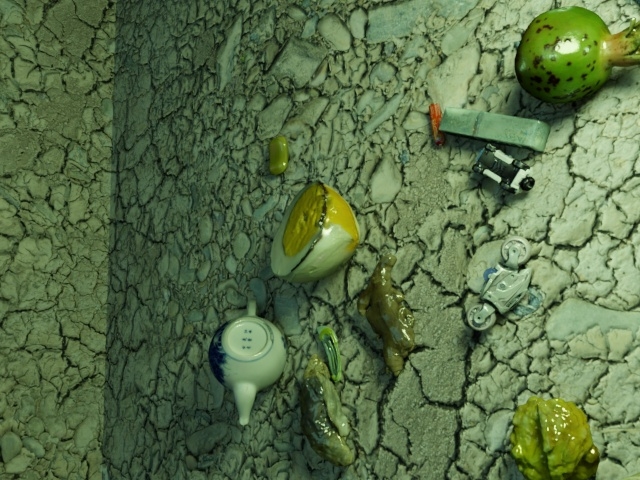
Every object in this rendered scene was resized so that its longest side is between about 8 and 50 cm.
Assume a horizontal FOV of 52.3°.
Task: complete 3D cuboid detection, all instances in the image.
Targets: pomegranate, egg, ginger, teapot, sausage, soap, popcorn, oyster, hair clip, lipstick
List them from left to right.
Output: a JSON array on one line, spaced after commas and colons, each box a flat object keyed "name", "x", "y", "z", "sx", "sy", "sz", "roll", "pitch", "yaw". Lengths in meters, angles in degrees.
[{"name": "teapot", "x": -0.236, "y": 0.384, "z": 2.129, "sx": 0.280, "sy": 0.252, "sz": 0.424, "roll": 96, "pitch": 175, "yaw": -51}, {"name": "soap", "x": -0.149, "y": -0.298, "z": 2.299, "sx": 0.089, "sy": 0.045, "sz": 0.140, "roll": -15, "pitch": 72, "yaw": 46}, {"name": "egg", "x": 0.000, "y": 0.000, "z": 1.973, "sx": 0.337, "sy": 0.201, "sz": 0.337, "roll": -47, "pitch": 26, "yaw": 31}, {"name": "oyster", "x": 0.000, "y": 0.499, "z": 1.933, "sx": 0.166, "sy": 0.110, "sz": 0.341, "roll": -24, "pitch": 64, "yaw": 39}, {"name": "hair clip", "x": 0.035, "y": 0.341, "z": 1.986, "sx": 0.060, "sy": 0.033, "sz": 0.188, "roll": -36, "pitch": 55, "yaw": 33}, {"name": "ginger", "x": 0.183, "y": 0.211, "z": 1.829, "sx": 0.166, "sy": 0.080, "sz": 0.333, "roll": -30, "pitch": 64, "yaw": 25}, {"name": "sausage", "x": 0.327, "y": -0.320, "z": 1.827, "sx": 0.034, "sy": 0.034, "sz": 0.129, "roll": -20, "pitch": 68, "yaw": 42}, {"name": "lipstick", "x": 0.442, "y": -0.288, "z": 1.670, "sx": 0.289, "sy": 0.077, "sz": 0.076, "roll": 20, "pitch": 96, "yaw": 45}, {"name": "popcorn", "x": 0.504, "y": 0.433, "z": 1.411, "sx": 0.197, "sy": 0.155, "sz": 0.198, "roll": -179, "pitch": 90, "yaw": -65}, {"name": "pomegranate", "x": 0.565, "y": -0.419, "z": 1.441, "sx": 0.286, "sy": 0.231, "sz": 0.231, "roll": 178, "pitch": 101, "yaw": -68}]

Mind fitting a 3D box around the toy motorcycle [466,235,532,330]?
[{"name": "toy motorcycle", "x": 0.444, "y": 0.112, "z": 1.584, "sx": 0.112, "sy": 0.112, "sz": 0.254, "roll": 34, "pitch": 105, "yaw": 44}]

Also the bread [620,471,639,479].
[{"name": "bread", "x": 0.641, "y": 0.523, "z": 1.254, "sx": 0.134, "sy": 0.141, "sz": 0.148, "roll": -23, "pitch": 67, "yaw": 37}]

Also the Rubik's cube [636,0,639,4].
[{"name": "Rubik's cube", "x": 0.702, "y": -0.680, "z": 1.441, "sx": 0.228, "sy": 0.228, "sz": 0.233, "roll": 23, "pitch": 144, "yaw": 10}]

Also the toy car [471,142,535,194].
[{"name": "toy car", "x": 0.462, "y": -0.175, "z": 1.631, "sx": 0.170, "sy": 0.070, "sz": 0.080, "roll": 44, "pitch": 112, "yaw": 43}]
